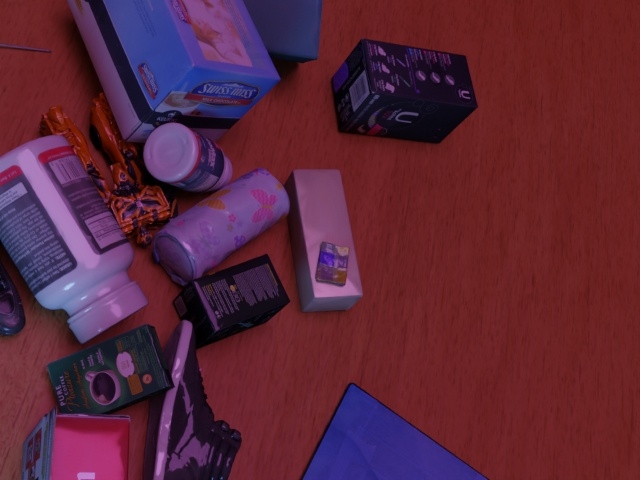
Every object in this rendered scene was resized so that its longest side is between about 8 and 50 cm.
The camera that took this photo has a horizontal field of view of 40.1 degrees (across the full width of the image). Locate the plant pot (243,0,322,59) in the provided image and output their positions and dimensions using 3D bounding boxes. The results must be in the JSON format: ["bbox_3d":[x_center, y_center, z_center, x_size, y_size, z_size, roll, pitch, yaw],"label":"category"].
[{"bbox_3d":[-0.129,-0.466,1.816,0.234,0.165,0.166,3,98,-14],"label":"plant pot"}]

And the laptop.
[{"bbox_3d":[0.163,0.486,1.498,0.382,0.408,0.236,36,89,-7],"label":"laptop"}]

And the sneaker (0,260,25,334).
[{"bbox_3d":[-0.547,0.044,1.414,0.078,0.106,0.234,-26,80,-33],"label":"sneaker"}]

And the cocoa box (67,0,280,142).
[{"bbox_3d":[-0.279,-0.383,1.635,0.231,0.228,0.347,-3,63,-51],"label":"cocoa box"}]

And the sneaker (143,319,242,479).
[{"bbox_3d":[-0.206,0.288,1.480,0.146,0.104,0.296,14,67,-23],"label":"sneaker"}]

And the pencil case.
[{"bbox_3d":[-0.179,-0.025,1.631,0.273,0.113,0.124,-39,123,-35],"label":"pencil case"}]

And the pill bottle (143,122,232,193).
[{"bbox_3d":[-0.237,-0.145,1.620,0.108,0.107,0.180,68,15,14],"label":"pill bottle"}]

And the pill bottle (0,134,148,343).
[{"bbox_3d":[-0.420,0.002,1.447,0.176,0.176,0.319,-32,92,-35],"label":"pill bottle"}]

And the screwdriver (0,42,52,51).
[{"bbox_3d":[-0.590,-0.363,1.645,0.169,0.024,0.025,7,93,-32],"label":"screwdriver"}]

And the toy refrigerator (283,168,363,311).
[{"bbox_3d":[0.000,0.000,1.728,0.102,0.094,0.270,-2,67,-20],"label":"toy refrigerator"}]

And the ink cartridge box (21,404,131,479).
[{"bbox_3d":[-0.348,0.412,1.238,0.130,0.272,0.310,7,64,-24],"label":"ink cartridge box"}]

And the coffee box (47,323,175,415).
[{"bbox_3d":[-0.340,0.219,1.419,0.184,0.040,0.113,-24,75,3],"label":"coffee box"}]

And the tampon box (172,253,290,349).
[{"bbox_3d":[-0.160,0.110,1.573,0.161,0.120,0.102,-19,77,-33],"label":"tampon box"}]

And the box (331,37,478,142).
[{"bbox_3d":[0.183,-0.324,1.931,0.270,0.165,0.144,2,65,-26],"label":"box"}]

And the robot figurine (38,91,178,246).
[{"bbox_3d":[-0.380,-0.121,1.592,0.211,0.085,0.291,-26,80,-33],"label":"robot figurine"}]

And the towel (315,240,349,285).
[{"bbox_3d":[0.024,0.044,1.657,0.060,0.009,0.083,15,63,-11],"label":"towel"}]
